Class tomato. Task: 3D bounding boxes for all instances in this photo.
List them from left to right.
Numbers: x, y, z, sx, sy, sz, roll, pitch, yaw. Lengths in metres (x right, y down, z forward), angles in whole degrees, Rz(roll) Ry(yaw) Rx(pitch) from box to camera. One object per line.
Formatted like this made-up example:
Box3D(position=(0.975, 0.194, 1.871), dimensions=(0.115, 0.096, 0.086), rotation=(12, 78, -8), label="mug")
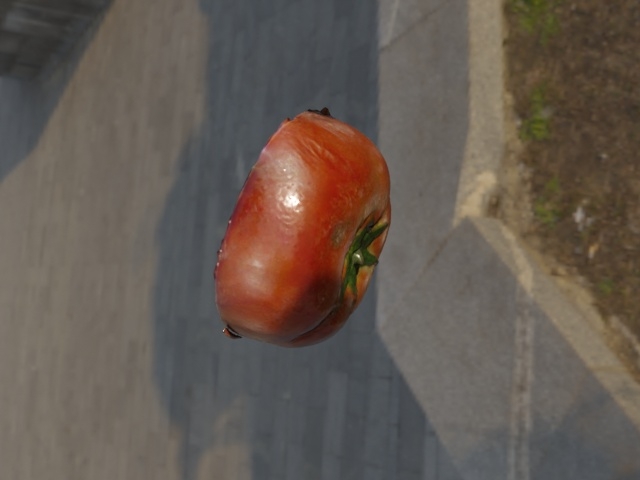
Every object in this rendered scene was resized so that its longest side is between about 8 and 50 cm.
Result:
Box3D(position=(0.002, 0.000, 0.974), dimensions=(0.085, 0.225, 0.225), rotation=(18, 103, 23), label="tomato")
